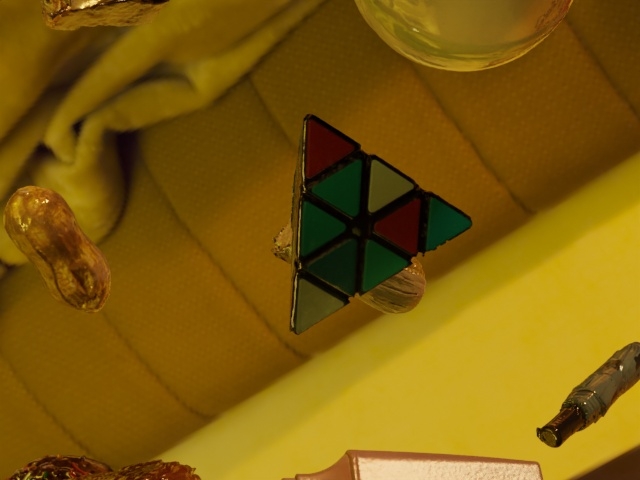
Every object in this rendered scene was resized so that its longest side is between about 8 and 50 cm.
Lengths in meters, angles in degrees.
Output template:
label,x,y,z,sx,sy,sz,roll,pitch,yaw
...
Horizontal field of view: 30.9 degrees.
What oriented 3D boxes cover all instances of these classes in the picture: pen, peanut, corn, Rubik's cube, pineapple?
label,x,y,z,sx,sy,sz,roll,pitch,yaw
pen,0.066,0.178,0.833,0.197,0.053,0.032,5,142,-13
peanut,-0.332,0.013,1.477,0.087,0.087,0.206,-29,131,-4
corn,0.051,0.038,1.992,0.305,0.123,0.122,25,141,-32
Rubik's cube,0.000,0.000,1.451,0.234,0.284,0.250,-66,151,-16
pineapple,-0.289,-0.362,1.544,0.186,0.236,0.114,27,156,-22

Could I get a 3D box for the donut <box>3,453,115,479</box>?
label,x,y,z,sx,sy,sz,roll,pitch,yaw
donut,-0.330,0.384,1.561,0.235,0.235,0.089,-35,-168,27

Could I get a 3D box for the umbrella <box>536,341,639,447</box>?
label,x,y,z,sx,sy,sz,roll,pitch,yaw
umbrella,0.370,0.204,1.539,0.250,0.052,0.053,-29,173,-43

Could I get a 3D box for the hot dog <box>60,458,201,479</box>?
label,x,y,z,sx,sy,sz,roll,pitch,yaw
hot dog,-0.208,0.268,1.092,0.227,0.099,0.160,-12,-169,43

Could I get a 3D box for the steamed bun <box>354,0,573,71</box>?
label,x,y,z,sx,sy,sz,roll,pitch,yaw
steamed bun,0.193,-0.335,1.433,0.309,0.309,0.309,-28,169,-6
